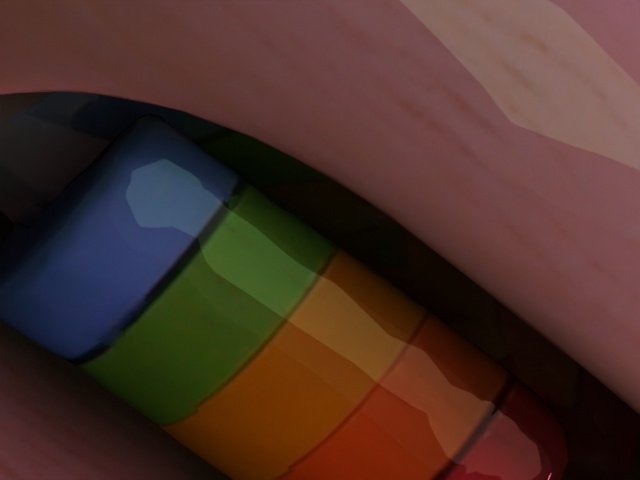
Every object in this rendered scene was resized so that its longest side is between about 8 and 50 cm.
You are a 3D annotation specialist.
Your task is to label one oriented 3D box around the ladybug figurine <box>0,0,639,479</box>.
[{"bbox_3d":[0.000,0.000,0.462,0.449,0.305,0.162,41,44,-18],"label":"ladybug figurine"}]
